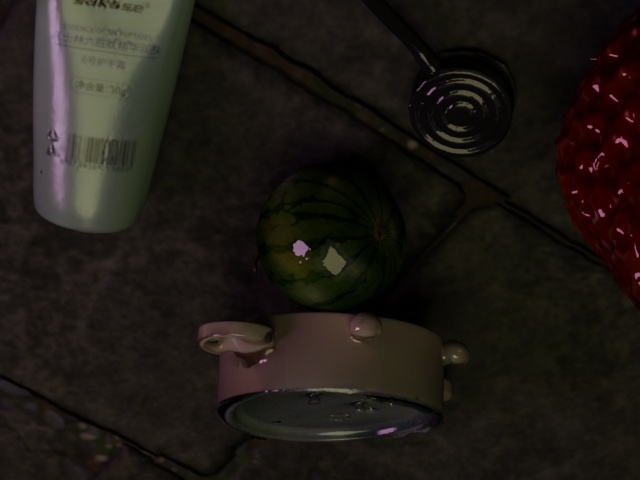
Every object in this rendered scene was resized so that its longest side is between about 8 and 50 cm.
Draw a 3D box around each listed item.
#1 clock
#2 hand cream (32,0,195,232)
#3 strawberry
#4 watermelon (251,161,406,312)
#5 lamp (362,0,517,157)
[{"bbox_3d":[0.009,0.095,1.233,0.156,0.063,0.229,-11,160,40],"label":"clock"},{"bbox_3d":[-0.125,-0.146,1.128,0.109,0.067,0.320,9,120,-5],"label":"hand cream"},{"bbox_3d":[0.240,-0.026,1.083,0.205,0.244,0.205,1,127,1],"label":"strawberry"},{"bbox_3d":[0.005,-0.003,1.197,0.109,0.109,0.109,1,125,1],"label":"watermelon"},{"bbox_3d":[-0.001,-0.164,1.068,0.130,0.108,0.371,-18,125,16],"label":"lamp"}]
